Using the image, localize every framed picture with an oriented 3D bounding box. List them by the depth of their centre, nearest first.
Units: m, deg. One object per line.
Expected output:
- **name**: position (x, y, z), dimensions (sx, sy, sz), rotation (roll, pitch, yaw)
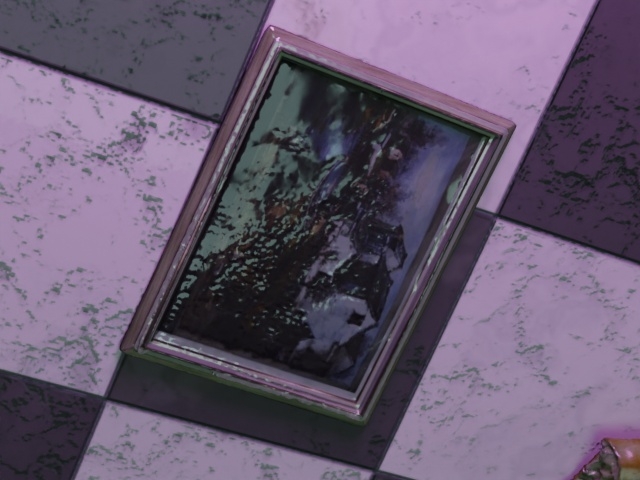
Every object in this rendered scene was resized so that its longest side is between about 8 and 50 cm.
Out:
- **framed picture**: position (0.000, 0.000, 1.449), dimensions (0.232, 0.019, 0.296), rotation (19, 107, -22)

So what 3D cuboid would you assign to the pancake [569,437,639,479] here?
- **pancake**: position (0.341, 0.348, 1.667), dimensions (0.305, 0.067, 0.426), rotation (-20, 118, -4)
